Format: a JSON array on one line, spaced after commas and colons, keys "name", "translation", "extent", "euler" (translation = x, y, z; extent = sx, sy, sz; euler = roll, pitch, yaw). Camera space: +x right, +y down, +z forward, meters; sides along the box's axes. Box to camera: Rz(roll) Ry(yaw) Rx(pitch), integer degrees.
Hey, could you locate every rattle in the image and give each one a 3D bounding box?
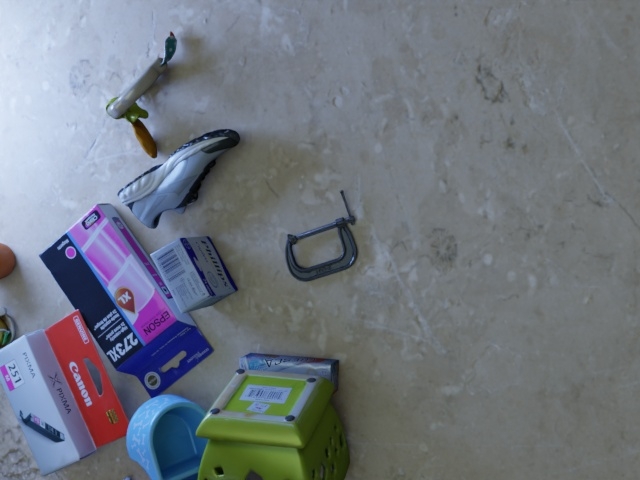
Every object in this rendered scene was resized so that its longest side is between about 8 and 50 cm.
[{"name": "rattle", "translation": [-0.305, -0.283, 1.692], "extent": [0.142, 0.130, 0.200], "euler": [43, 77, -1]}]

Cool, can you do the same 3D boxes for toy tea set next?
[{"name": "toy tea set", "translation": [-0.740, 0.137, 1.808], "extent": [0.199, 0.124, 0.336], "euler": [1, 93, 16]}]

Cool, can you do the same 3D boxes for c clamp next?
[{"name": "c clamp", "translation": [0.000, 0.000, 1.641], "extent": [0.160, 0.022, 0.137], "euler": [-24, 91, 15]}]

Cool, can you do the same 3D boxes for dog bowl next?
[{"name": "dog bowl", "translation": [-0.256, 0.436, 1.654], "extent": [0.074, 0.165, 0.297], "euler": [-21, 85, 54]}]

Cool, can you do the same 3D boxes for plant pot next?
[{"name": "plant pot", "translation": [-0.086, 0.356, 1.545], "extent": [0.228, 0.227, 0.207], "euler": [2, 113, 17]}]

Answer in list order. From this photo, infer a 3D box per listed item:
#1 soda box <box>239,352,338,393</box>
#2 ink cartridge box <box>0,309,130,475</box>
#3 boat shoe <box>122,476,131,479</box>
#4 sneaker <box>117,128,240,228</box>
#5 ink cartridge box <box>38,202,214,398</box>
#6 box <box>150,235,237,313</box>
[{"name": "soda box", "translation": [-0.059, 0.251, 1.648], "extent": [0.183, 0.058, 0.063], "euler": [2, 93, 16]}, {"name": "ink cartridge box", "translation": [-0.522, 0.308, 1.758], "extent": [0.238, 0.060, 0.275], "euler": [-29, 84, 32]}, {"name": "boat shoe", "translation": [-0.412, 0.521, 1.778], "extent": [0.035, 0.035, 0.100], "euler": [22, 105, 12]}, {"name": "sneaker", "translation": [-0.256, -0.122, 1.678], "extent": [0.271, 0.100, 0.108], "euler": [-33, 97, 19]}, {"name": "ink cartridge box", "translation": [-0.387, 0.123, 1.739], "extent": [0.175, 0.069, 0.371], "euler": [-39, 84, 15]}, {"name": "box", "translation": [-0.235, 0.061, 1.649], "extent": [0.072, 0.137, 0.126], "euler": [-30, 84, 14]}]
